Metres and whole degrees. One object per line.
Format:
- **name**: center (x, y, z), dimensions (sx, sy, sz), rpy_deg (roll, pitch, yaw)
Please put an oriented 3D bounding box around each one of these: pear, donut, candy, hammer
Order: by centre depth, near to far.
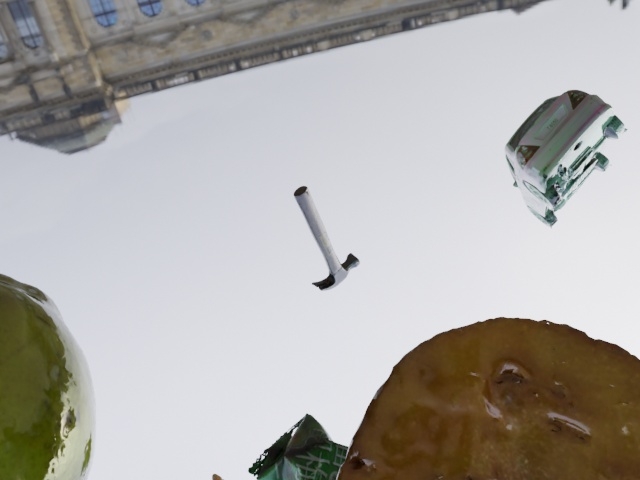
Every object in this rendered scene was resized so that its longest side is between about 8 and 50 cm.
- **donut**: center (0.137, 0.194, 0.455), dimensions (0.277, 0.108, 0.278), rpy_deg (-6, -104, 24)
- **pear**: center (-0.279, 0.148, 0.532), dimensions (0.212, 0.212, 0.269), rpy_deg (-11, -132, 5)
- **hammer**: center (0.000, 0.000, 0.755), dimensions (0.062, 0.182, 0.017), rpy_deg (-45, -123, -13)
- **candy**: center (0.003, 0.360, 1.088), dimensions (0.203, 0.078, 0.141), rpy_deg (22, -108, 43)

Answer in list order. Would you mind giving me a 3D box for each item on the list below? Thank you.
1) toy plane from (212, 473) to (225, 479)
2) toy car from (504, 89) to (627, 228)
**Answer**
- **toy plane**: center (-0.065, 0.451, 0.961), dimensions (0.204, 0.316, 0.103), rpy_deg (-27, 179, 20)
- **toy car**: center (0.222, -0.077, 0.656), dimensions (0.076, 0.224, 0.090), rpy_deg (42, -83, 17)
